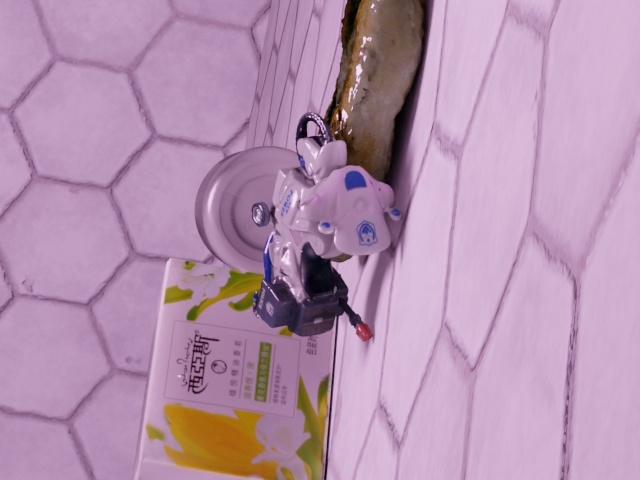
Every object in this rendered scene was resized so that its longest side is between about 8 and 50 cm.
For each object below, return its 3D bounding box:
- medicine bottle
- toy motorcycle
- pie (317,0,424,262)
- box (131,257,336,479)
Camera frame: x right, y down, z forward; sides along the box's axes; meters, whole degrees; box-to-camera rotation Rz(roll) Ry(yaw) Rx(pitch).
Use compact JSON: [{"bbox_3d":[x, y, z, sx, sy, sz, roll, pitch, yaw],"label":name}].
[{"bbox_3d":[-0.075,-0.036,2.376,0.289,0.157,0.157,-165,84,-84],"label":"medicine bottle"},{"bbox_3d":[0.000,0.000,1.803,0.150,0.102,0.221,49,138,39],"label":"toy motorcycle"},{"bbox_3d":[0.042,-0.156,1.928,0.296,0.078,0.371,-140,61,-81],"label":"pie"},{"bbox_3d":[-0.090,0.164,2.055,0.111,0.195,0.260,109,167,-55],"label":"box"}]
